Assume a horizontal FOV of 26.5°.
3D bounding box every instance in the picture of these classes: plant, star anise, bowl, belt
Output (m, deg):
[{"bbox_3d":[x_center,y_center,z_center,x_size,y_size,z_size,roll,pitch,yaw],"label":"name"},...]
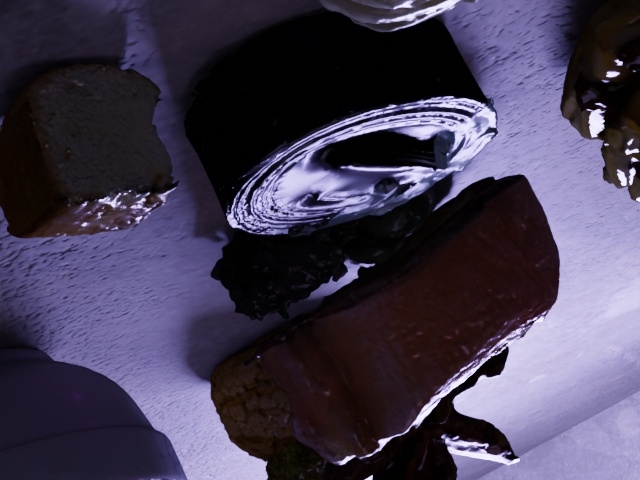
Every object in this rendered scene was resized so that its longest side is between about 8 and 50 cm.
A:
[{"bbox_3d":[0.000,0.000,0.977,0.174,0.087,0.085,-25,-159,13],"label":"plant"},{"bbox_3d":[0.080,0.156,1.207,0.288,0.288,0.088,-8,-175,-39],"label":"star anise"},{"bbox_3d":[-0.255,0.180,1.031,0.287,0.144,0.287,-22,161,-8],"label":"bowl"},{"bbox_3d":[0.016,-0.066,0.814,0.198,0.078,0.151,-10,154,-40],"label":"belt"}]

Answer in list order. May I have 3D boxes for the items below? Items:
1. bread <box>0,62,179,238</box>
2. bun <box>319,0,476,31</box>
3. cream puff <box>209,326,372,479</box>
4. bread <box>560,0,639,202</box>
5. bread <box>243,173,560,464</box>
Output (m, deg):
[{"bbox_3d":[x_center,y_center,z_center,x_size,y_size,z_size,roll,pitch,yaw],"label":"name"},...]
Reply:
[{"bbox_3d":[-0.125,-0.045,0.713,0.083,0.077,0.070,-9,167,-38],"label":"bread"},{"bbox_3d":[0.061,-0.161,0.568,0.188,0.111,0.164,-39,159,26],"label":"bun"},{"bbox_3d":[0.004,0.173,1.285,0.183,0.169,0.183,-21,160,-8],"label":"cream puff"},{"bbox_3d":[0.346,-0.096,0.962,0.314,0.191,0.370,-27,162,5],"label":"bread"},{"bbox_3d":[0.066,0.068,1.055,0.244,0.123,0.190,-35,179,-18],"label":"bread"}]
